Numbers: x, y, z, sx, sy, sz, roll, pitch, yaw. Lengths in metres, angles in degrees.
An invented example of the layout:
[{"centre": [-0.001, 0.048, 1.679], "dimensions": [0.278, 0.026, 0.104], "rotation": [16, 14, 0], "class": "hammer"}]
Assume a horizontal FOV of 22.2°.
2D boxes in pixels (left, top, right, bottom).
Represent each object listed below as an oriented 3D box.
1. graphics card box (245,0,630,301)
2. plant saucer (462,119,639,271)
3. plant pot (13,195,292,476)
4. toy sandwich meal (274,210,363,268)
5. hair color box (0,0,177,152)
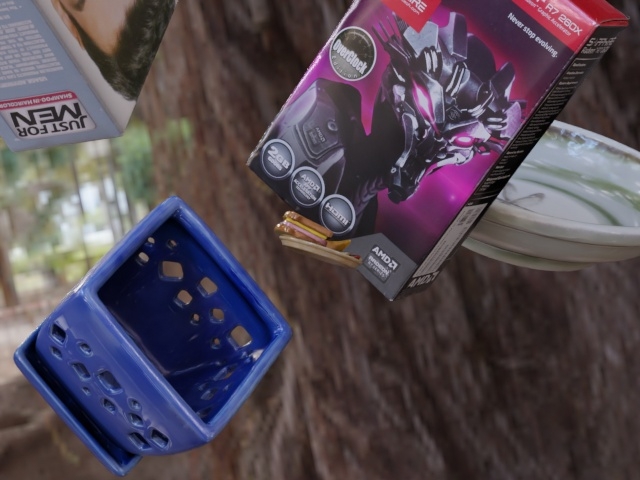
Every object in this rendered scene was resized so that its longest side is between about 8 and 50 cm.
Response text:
[{"centre": [0.111, -0.149, 1.678], "dimensions": [0.371, 0.233, 0.094], "rotation": [-54, -19, 25], "class": "graphics card box"}, {"centre": [0.241, -0.052, 1.924], "dimensions": [0.400, 0.100, 0.400], "rotation": [11, 22, -4], "class": "plant saucer"}, {"centre": [-0.212, 0.127, 1.964], "dimensions": [0.212, 0.236, 0.236], "rotation": [-35, 10, 40], "class": "plant pot"}, {"centre": [0.000, 0.000, 1.437], "dimensions": [0.086, 0.029, 0.085], "rotation": [18, -4, 1], "class": "toy sandwich meal"}, {"centre": [-0.250, -0.262, 1.210], "dimensions": [0.114, 0.374, 0.185], "rotation": [-6, 47, 25], "class": "hair color box"}]
